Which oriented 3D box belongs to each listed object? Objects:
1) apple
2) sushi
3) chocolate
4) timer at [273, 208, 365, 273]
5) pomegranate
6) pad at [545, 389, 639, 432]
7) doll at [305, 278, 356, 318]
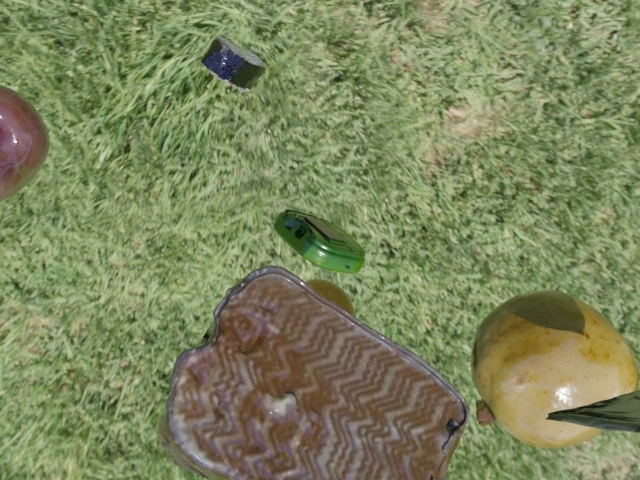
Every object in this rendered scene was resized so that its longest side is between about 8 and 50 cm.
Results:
[{"bbox_3d":[-0.763,-0.212,1.683,0.306,0.235,0.305,1,89,-37],"label":"apple"},{"bbox_3d":[-0.177,-0.354,1.539,0.090,0.150,0.078,45,106,16],"label":"sushi"},{"bbox_3d":[-0.009,0.128,0.542,0.214,0.093,0.148,34,59,-10],"label":"chocolate"},{"bbox_3d":[0.000,0.000,1.186,0.128,0.140,0.047,13,111,-45],"label":"timer"},{"bbox_3d":[0.425,0.234,1.392,0.308,0.307,0.307,-2,107,-5],"label":"pomegranate"},{"bbox_3d":[0.430,0.213,0.966,0.233,0.174,0.022,-5,87,-31],"label":"pad"},{"bbox_3d":[-0.033,0.199,1.843,0.236,0.213,0.213,-1,108,-31],"label":"doll"}]
